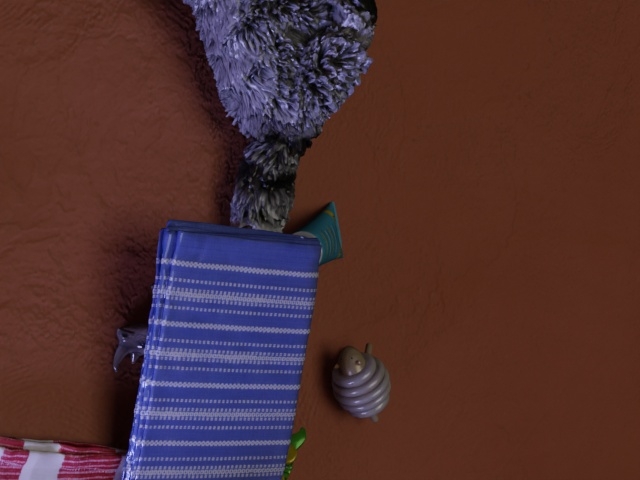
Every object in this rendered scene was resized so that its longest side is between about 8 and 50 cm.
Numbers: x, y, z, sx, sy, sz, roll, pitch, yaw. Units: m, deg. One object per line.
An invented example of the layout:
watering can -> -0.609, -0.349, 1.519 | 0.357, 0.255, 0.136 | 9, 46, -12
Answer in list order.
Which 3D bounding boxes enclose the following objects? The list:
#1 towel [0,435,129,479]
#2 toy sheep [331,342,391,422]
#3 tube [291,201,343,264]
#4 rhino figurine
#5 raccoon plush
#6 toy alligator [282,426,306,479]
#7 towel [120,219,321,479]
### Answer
towel -> -0.348, 0.338, 1.592 | 0.329, 0.037, 0.237 | 15, 78, -43
toy sheep -> 0.058, 0.200, 1.966 | 0.091, 0.091, 0.132 | -50, 126, -34
tube -> 0.000, 0.000, 1.902 | 0.207, 0.052, 0.080 | -34, 120, -74
rhino figurine -> -0.158, 0.089, 1.758 | 0.243, 0.073, 0.106 | -38, 108, -23
raccoon plush -> -0.115, -0.219, 1.750 | 0.299, 0.216, 0.446 | 16, 79, -32
toy alligator -> -0.076, 0.321, 1.853 | 0.051, 0.056, 0.190 | 24, 66, 4
towel -> -0.119, 0.148, 1.732 | 0.243, 0.040, 0.336 | 6, 97, -40
